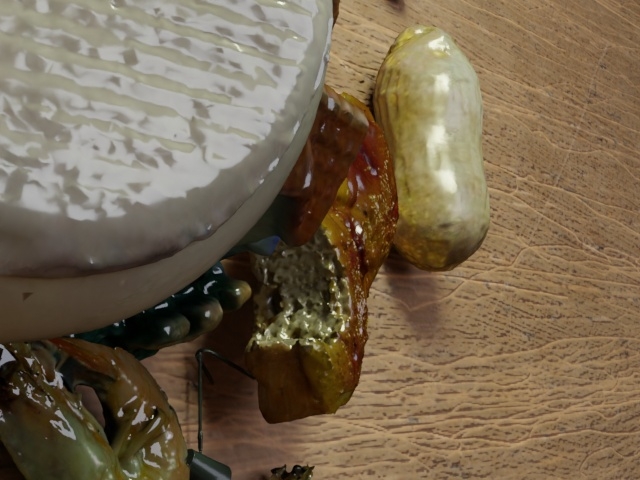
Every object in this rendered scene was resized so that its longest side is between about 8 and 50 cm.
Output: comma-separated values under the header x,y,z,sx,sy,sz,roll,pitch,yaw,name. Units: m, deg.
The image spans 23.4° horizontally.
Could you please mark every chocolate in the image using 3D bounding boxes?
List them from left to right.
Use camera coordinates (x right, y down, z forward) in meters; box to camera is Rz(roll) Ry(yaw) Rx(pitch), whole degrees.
x,y,z,sx,sy,sz,roll,pitch,yaw,name
0.127,-0.104,1.771,0.134,0.134,0.309,32,48,-50,chocolate

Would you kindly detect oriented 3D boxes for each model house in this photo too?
x,y,z,sx,sy,sz,roll,pitch,yaw,name
-0.087,-0.071,1.139,0.295,0.329,0.252,32,42,-48,model house

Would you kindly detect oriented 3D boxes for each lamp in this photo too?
x,y,z,sx,sy,sz,roll,pitch,yaw,name
-0.096,0.153,1.294,0.054,0.041,0.121,40,43,-31,lamp

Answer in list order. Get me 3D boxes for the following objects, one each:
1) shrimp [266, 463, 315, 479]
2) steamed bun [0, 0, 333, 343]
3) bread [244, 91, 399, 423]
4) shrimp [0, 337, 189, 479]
x,y,z,sx,sy,sz,roll,pitch,yaw,name
-0.047,0.251,1.316,0.091,0.043,0.184,64,33,-28,shrimp
-0.185,-0.122,0.826,0.374,0.241,0.374,7,72,-22,steamed bun
0.000,0.000,1.407,0.380,0.109,0.185,-73,157,-60,bread
-0.173,0.129,1.108,0.267,0.061,0.145,51,51,-31,shrimp
